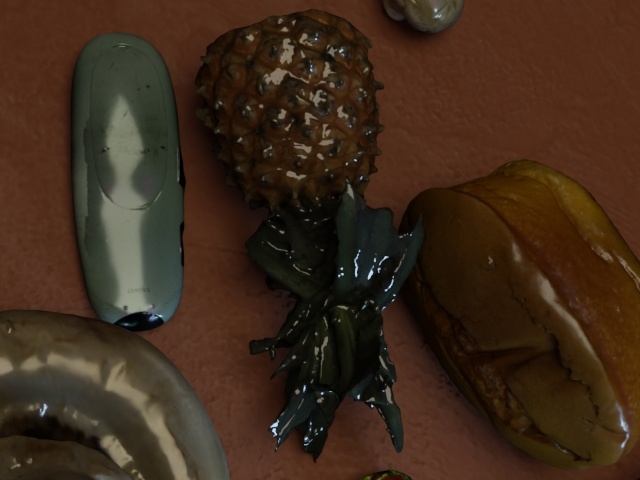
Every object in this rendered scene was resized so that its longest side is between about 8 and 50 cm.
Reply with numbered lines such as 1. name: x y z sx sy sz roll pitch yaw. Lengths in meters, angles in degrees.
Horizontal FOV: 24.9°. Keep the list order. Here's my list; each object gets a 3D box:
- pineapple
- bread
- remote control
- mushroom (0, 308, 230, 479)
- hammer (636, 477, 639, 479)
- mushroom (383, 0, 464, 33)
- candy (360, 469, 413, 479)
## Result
1. pineapple: 0.003 -0.001 1.184 0.165 0.165 0.364 -10 81 -18
2. bread: 0.176 0.063 1.204 0.143 0.195 0.269 -29 83 -27
3. remote control: -0.158 -0.052 1.207 0.097 0.045 0.256 -4 82 -17
4. mushroom: -0.191 0.185 1.015 0.292 0.290 0.292 2 82 -16
5. hammer: 0.281 0.359 1.221 0.202 0.113 0.305 38 76 -3
6. mushroom: 0.091 -0.224 1.307 0.083 0.067 0.083 31 44 -36
7. candy: 0.038 0.284 1.195 0.058 0.062 0.194 29 76 -56
